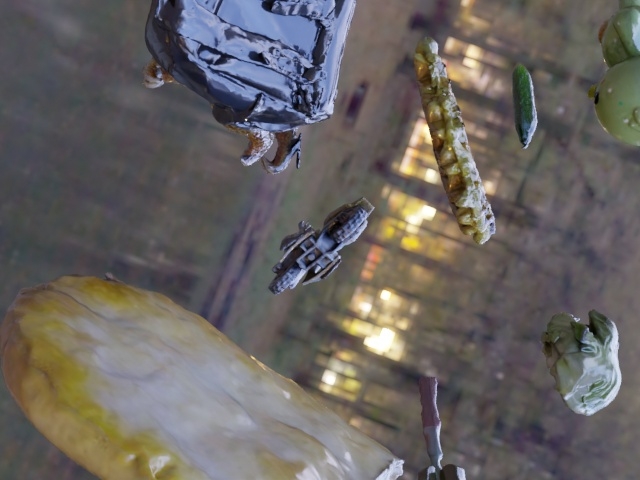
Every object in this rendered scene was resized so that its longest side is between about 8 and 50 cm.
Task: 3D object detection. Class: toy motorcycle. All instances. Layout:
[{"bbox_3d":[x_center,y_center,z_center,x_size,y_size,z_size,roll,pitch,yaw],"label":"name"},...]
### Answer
[{"bbox_3d":[0.000,0.000,2.379,0.229,0.094,0.130,-40,-174,34],"label":"toy motorcycle"}]

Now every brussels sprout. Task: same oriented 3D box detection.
[{"bbox_3d":[0.350,0.162,1.918,0.181,0.100,0.139,-32,107,-79],"label":"brussels sprout"}]

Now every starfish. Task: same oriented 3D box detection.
[{"bbox_3d":[-0.112,-0.205,1.918,0.113,0.303,0.312,-31,151,-28],"label":"starfish"}]

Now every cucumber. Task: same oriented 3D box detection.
[{"bbox_3d":[0.317,-0.205,2.264,0.037,0.037,0.155,106,-14,-61],"label":"cucumber"}]

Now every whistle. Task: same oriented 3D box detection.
[{"bbox_3d":[0.411,-0.242,1.943,0.141,0.141,0.294,107,-26,-53],"label":"whistle"}]

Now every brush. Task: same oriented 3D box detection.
[{"bbox_3d":[0.172,0.324,2.148,0.071,0.084,0.301,99,-9,-49],"label":"brush"}]

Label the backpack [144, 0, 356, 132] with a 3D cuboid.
[{"bbox_3d":[-0.065,-0.212,1.400,0.258,0.133,0.206,19,86,-48],"label":"backpack"}]

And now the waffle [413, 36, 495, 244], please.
[{"bbox_3d":[0.191,-0.141,2.120,0.281,0.058,0.301,66,9,-55],"label":"waffle"}]

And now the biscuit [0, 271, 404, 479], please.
[{"bbox_3d":[-0.136,0.189,1.497,0.104,0.446,0.429,-57,176,16],"label":"biscuit"}]
